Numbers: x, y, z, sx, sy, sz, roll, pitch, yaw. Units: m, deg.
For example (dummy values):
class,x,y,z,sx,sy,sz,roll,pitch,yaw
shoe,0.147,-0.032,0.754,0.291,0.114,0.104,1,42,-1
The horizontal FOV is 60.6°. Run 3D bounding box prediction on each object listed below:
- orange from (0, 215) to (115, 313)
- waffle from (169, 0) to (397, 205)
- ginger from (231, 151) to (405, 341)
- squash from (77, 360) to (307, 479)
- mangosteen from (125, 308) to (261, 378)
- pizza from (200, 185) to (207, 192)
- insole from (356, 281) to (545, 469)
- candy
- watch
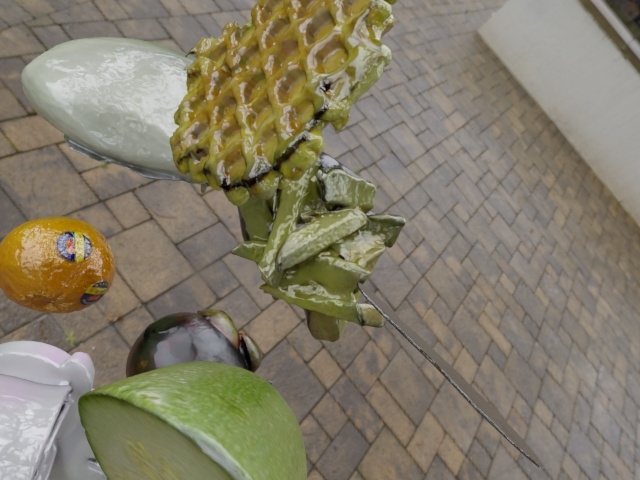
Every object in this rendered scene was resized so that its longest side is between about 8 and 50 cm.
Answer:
class,x,y,z,sx,sy,sz,roll,pitch,yaw
orange,-0.427,0.038,0.889,0.177,0.177,0.155,6,63,-41
waffle,-0.052,-0.178,0.570,0.058,0.301,0.281,29,13,-47
ginger,0.000,0.000,1.150,0.413,0.358,0.211,56,5,-12
squash,-0.104,0.183,0.394,0.189,0.189,0.260,54,-2,5
mangosteen,-0.197,0.200,0.845,0.210,0.210,0.210,25,45,-28
pizza,-0.260,-0.213,1.305,0.034,0.262,0.181,8,47,-13
insole,0.166,0.171,0.719,0.328,0.007,0.111,44,6,9
candy,-0.305,-0.252,0.996,0.427,0.186,0.386,-4,37,-45
watch,-0.322,0.254,0.577,0.196,0.244,0.231,16,20,-15
